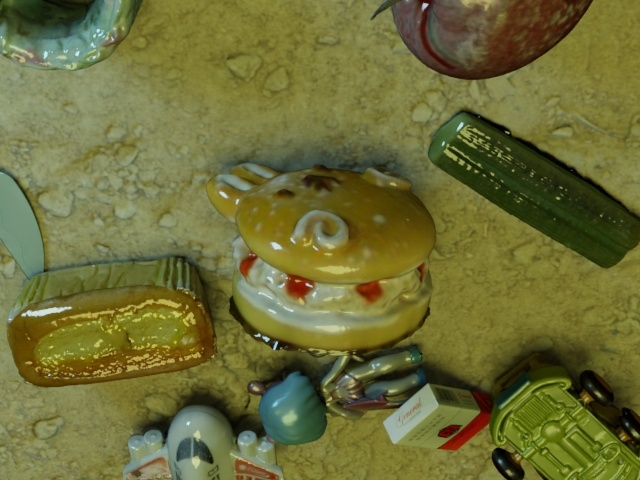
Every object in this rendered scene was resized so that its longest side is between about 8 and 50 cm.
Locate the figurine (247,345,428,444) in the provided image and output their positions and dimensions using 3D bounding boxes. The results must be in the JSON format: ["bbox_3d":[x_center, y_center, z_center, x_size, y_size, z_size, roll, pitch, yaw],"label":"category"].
[{"bbox_3d":[0.025,0.206,1.743,0.260,0.103,0.205,-16,122,1],"label":"figurine"}]

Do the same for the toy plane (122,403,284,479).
[{"bbox_3d":[-0.177,0.357,1.834,0.252,0.118,0.252,3,123,4],"label":"toy plane"}]

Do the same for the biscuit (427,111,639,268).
[{"bbox_3d":[0.291,-0.065,1.601,0.322,0.038,0.099,30,122,-16],"label":"biscuit"}]

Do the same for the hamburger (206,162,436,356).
[{"bbox_3d":[0.000,0.000,1.544,0.302,0.261,0.186,22,125,38],"label":"hamburger"}]

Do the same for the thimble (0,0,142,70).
[{"bbox_3d":[-0.310,-0.305,1.408,0.210,0.149,0.185,-8,124,8],"label":"thimble"}]

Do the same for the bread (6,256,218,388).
[{"bbox_3d":[-0.291,0.116,1.690,0.288,0.119,0.153,-7,126,6],"label":"bread"}]

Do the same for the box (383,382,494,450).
[{"bbox_3d":[0.179,0.261,1.766,0.152,0.048,0.100,14,132,-47],"label":"box"}]

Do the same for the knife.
[{"bbox_3d":[-0.455,-0.072,1.628,0.080,0.044,0.331,-27,124,10],"label":"knife"}]

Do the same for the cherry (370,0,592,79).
[{"bbox_3d":[0.179,-0.303,1.354,0.285,0.213,0.236,-22,148,-12],"label":"cherry"}]

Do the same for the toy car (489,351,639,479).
[{"bbox_3d":[0.356,0.278,1.751,0.200,0.142,0.248,-40,105,14],"label":"toy car"}]
